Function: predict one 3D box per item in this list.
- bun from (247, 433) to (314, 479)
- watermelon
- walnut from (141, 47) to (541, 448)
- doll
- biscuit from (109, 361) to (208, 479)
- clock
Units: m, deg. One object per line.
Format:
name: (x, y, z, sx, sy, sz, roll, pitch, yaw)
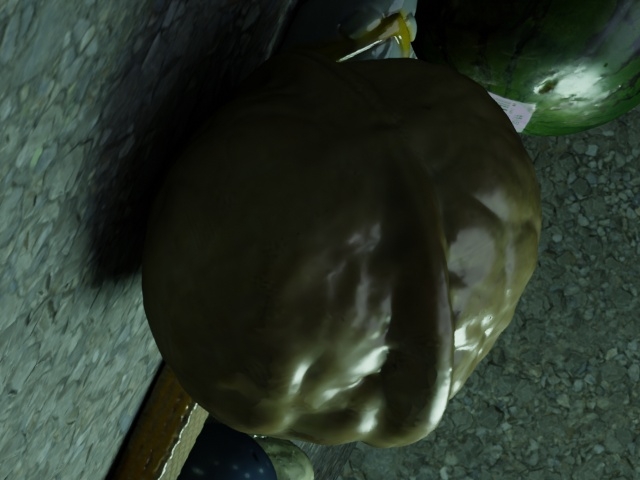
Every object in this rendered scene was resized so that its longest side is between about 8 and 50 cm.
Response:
bun: (-0.115, 0.331, 2.297, 0.239, 0.141, 0.239, -53, 167, -17)
watermelon: (0.256, -0.290, 1.967, 0.363, 0.363, 0.363, -59, 169, -18)
walnut: (0.015, 0.012, 1.594, 0.381, 0.381, 0.381, -59, 169, -18)
doll: (0.046, -0.228, 1.739, 0.145, 0.103, 0.316, -30, 142, -64)
biscuit: (-0.196, 0.269, 1.964, 0.378, 0.054, 0.094, -64, 170, 9)
clock: (-0.144, 0.324, 2.089, 0.200, 0.146, 0.243, 11, 107, -53)
